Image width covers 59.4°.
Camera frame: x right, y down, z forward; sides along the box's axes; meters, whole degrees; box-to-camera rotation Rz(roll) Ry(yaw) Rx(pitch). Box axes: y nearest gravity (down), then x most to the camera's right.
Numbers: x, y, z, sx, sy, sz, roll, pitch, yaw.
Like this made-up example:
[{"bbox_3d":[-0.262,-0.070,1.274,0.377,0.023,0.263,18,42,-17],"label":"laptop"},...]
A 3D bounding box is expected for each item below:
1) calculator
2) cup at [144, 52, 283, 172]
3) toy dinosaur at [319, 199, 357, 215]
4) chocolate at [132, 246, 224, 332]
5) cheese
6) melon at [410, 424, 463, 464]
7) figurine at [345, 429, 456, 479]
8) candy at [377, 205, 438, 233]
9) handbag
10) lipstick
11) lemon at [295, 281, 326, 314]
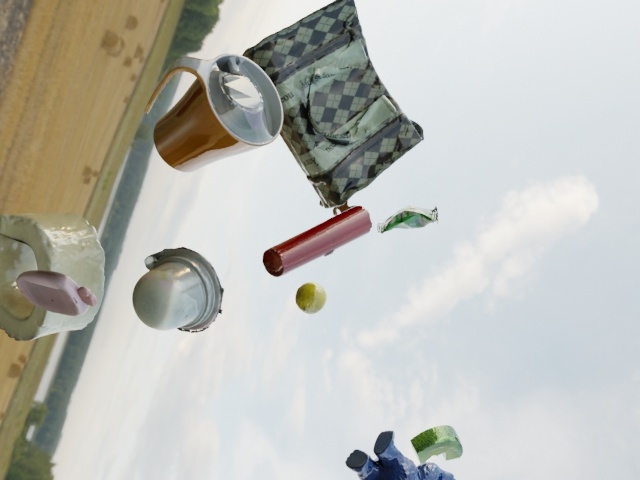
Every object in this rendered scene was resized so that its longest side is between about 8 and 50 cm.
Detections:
[{"bbox_3d":[-0.473,0.095,1.005,0.024,0.166,0.103,-64,150,-45],"label":"calculator"},{"bbox_3d":[-0.225,-0.245,1.097,0.264,0.226,0.182,-19,-130,42],"label":"cup"},{"bbox_3d":[0.058,-0.149,1.975,0.142,0.057,0.212,-38,-101,52],"label":"toy dinosaur"},{"bbox_3d":[-0.335,0.115,1.227,0.147,0.221,0.221,-7,124,-64],"label":"chocolate"},{"bbox_3d":[-0.675,0.070,1.342,0.332,0.153,0.292,16,-77,30],"label":"cheese"},{"bbox_3d":[0.365,0.635,1.740,0.064,0.209,0.118,56,-43,47],"label":"melon"},{"bbox_3d":[0.175,0.542,1.222,0.164,0.262,0.121,-46,-163,15],"label":"figurine"},{"bbox_3d":[0.281,-0.071,1.827,0.141,0.203,0.078,-13,90,-77],"label":"candy"},{"bbox_3d":[0.043,-0.330,1.346,0.316,0.416,0.180,-35,-165,-16],"label":"handbag"},{"bbox_3d":[-0.001,0.000,1.207,0.073,0.279,0.073,27,-51,38],"label":"lipstick"},{"bbox_3d":[-0.032,0.196,1.920,0.109,0.109,0.133,-59,179,30],"label":"lemon"}]
